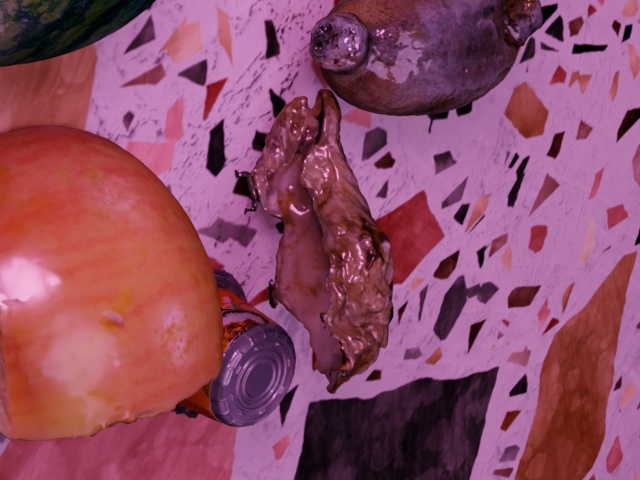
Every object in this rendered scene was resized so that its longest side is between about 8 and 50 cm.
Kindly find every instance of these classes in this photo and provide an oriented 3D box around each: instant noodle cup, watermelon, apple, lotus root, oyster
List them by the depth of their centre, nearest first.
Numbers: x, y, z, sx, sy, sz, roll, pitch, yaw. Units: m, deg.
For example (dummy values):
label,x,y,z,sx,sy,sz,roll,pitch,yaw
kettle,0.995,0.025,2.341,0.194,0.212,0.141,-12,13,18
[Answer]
label,x,y,z,sx,sy,sz,roll,pitch,yaw
watermelon,-0.223,-0.249,1.445,0.292,0.319,0.222,3,117,-44
apple,-0.239,0.045,1.668,0.309,0.314,0.252,-18,166,-36
oyster,-0.001,0.002,1.889,0.133,0.198,0.337,-10,80,-28
instant noodle cup,-0.110,0.135,1.906,0.177,0.125,0.208,-41,136,-26
lotus root,0.108,-0.229,1.928,0.349,0.175,0.175,-16,122,-43
